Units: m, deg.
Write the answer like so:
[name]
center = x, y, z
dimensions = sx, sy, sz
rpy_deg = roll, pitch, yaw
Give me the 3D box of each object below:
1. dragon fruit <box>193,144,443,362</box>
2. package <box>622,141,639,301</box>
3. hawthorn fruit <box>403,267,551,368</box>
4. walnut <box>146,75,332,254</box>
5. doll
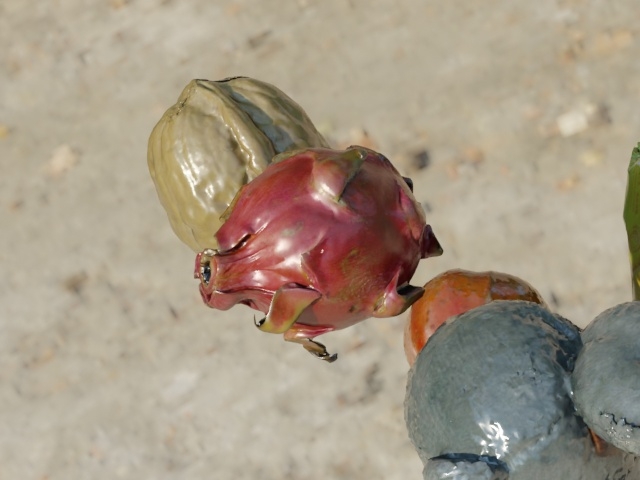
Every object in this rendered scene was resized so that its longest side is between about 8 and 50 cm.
[dragon fruit]
center = 0.000, 0.000, 1.262
dimensions = 0.166, 0.133, 0.136
rpy_deg = -15, 64, -29
[package]
center = 0.295, 0.011, 1.518
dimensions = 0.090, 0.226, 0.168
rpy_deg = -3, -8, -23
[hawthorn fruit]
center = 0.123, 0.080, 1.464
dimensions = 0.128, 0.128, 0.128
rpy_deg = -18, 35, 13
[walnut]
center = -0.080, -0.066, 2.126
dimensions = 0.198, 0.245, 0.198
rpy_deg = -28, 10, 5
[doll]
center = 0.218, 0.113, 1.283
dimensions = 0.340, 0.158, 0.246
rpy_deg = -6, 14, 10
